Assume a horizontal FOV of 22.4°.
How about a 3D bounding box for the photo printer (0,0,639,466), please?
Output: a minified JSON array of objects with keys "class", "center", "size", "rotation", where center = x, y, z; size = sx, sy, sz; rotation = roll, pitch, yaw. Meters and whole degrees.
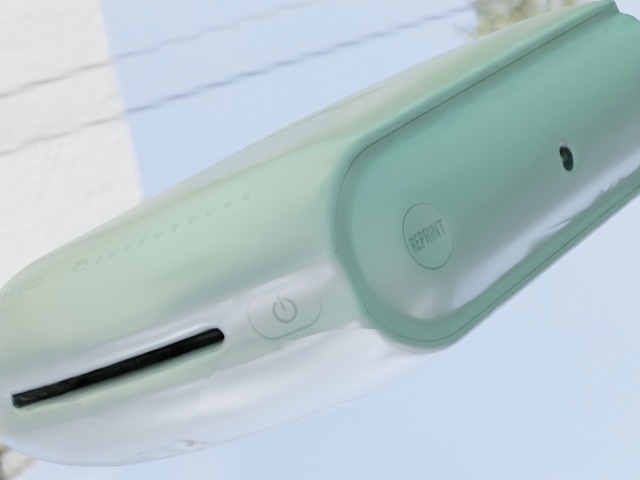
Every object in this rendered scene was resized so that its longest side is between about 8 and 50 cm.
[{"class":"photo printer","center":[0.000,0.000,0.756],"size":[0.256,0.107,0.307],"rotation":[-20,-172,41]}]
